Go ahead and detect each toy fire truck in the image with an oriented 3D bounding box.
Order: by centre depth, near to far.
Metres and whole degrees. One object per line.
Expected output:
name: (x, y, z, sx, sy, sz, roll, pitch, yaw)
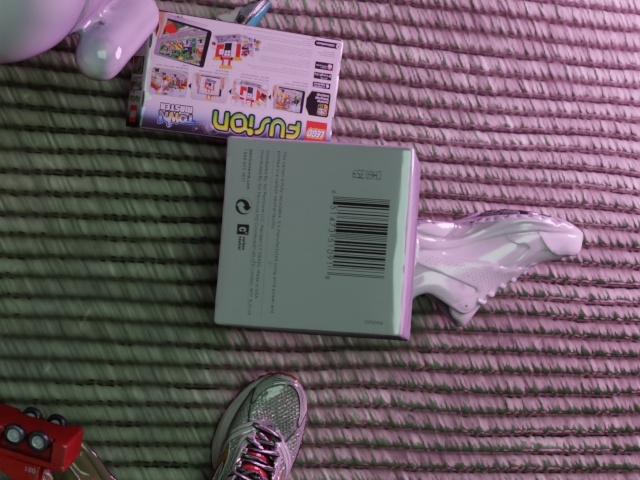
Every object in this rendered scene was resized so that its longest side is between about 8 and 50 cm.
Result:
toy fire truck: (-0.272, 0.222, 1.462, 0.192, 0.047, 0.135, 15, 109, 10)

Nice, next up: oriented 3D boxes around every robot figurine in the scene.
robot figurine: (-0.254, -0.277, 1.393, 0.300, 0.199, 0.353, 49, 34, -8)

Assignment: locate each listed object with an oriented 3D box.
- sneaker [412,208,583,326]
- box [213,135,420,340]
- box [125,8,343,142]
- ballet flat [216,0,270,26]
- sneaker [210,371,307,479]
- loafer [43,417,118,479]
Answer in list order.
sneaker: (0.159, 0.029, 1.650, 0.232, 0.090, 0.115, -5, 95, -12)
box: (0.000, 0.000, 1.532, 0.181, 0.119, 0.181, 3, 85, 8)
box: (-0.081, -0.153, 1.553, 0.207, 0.036, 0.114, 6, 94, -29)
ballet flat: (-0.092, -0.202, 1.587, 0.041, 0.041, 0.114, 35, 75, -15)
sneaker: (-0.066, 0.235, 1.542, 0.088, 0.092, 0.225, 25, 78, -17)
loafer: (-0.225, 0.225, 1.502, 0.148, 0.056, 0.050, 46, 67, -12)
